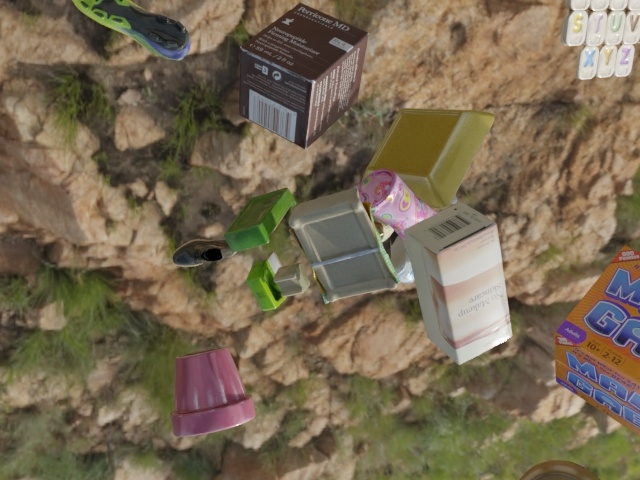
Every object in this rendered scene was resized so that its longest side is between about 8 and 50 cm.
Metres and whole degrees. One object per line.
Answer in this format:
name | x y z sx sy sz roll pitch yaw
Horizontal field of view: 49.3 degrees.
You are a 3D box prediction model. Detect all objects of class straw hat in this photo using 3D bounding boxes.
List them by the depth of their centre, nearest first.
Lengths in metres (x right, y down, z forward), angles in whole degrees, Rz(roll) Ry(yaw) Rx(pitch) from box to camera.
straw hat | 0.130 -0.013 1.788 0.145 0.061 0.144 -6 131 -7

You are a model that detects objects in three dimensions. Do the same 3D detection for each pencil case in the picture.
pencil case | 0.214 -0.058 1.717 0.124 0.124 0.284 -38 129 17

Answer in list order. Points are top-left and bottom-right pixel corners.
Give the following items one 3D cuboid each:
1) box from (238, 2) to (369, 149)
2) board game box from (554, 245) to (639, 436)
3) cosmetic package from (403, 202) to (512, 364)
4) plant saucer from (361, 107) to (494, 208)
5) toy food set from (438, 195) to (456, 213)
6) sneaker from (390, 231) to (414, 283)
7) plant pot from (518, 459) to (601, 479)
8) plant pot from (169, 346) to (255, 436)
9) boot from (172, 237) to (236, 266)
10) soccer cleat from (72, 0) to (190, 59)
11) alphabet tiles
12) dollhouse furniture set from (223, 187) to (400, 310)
box | -0.035 -0.321 1.355 0.203 0.168 0.167 -49 159 -35
board game box | 0.938 0.312 2.028 0.356 0.356 0.356 -46 144 -15
cosmetic package | 0.292 0.092 1.462 0.153 0.129 0.296 -27 123 -14
plant saucer | 0.289 -0.266 2.021 0.081 0.333 0.332 45 68 -40
toy food set | 0.390 -0.100 2.266 0.105 0.232 0.111 -11 164 4
sneaker | 0.253 0.021 2.055 0.085 0.237 0.086 -13 137 34
plant pot | 0.540 0.616 1.563 0.236 0.236 0.032 -38 147 17
plant pot | -0.269 0.356 1.675 0.201 0.180 0.201 -11 175 -1
boot | -0.341 0.037 1.951 0.198 0.137 0.076 -16 97 12
soccer cleat | -0.424 -0.482 1.542 0.289 0.093 0.121 27 166 -5
alphabet tiles | 0.614 -0.480 1.453 0.284 0.021 0.278 -10 113 -27
dollhouse furniture set | 0.000 0.000 1.340 0.302 0.151 0.197 -14 115 27
